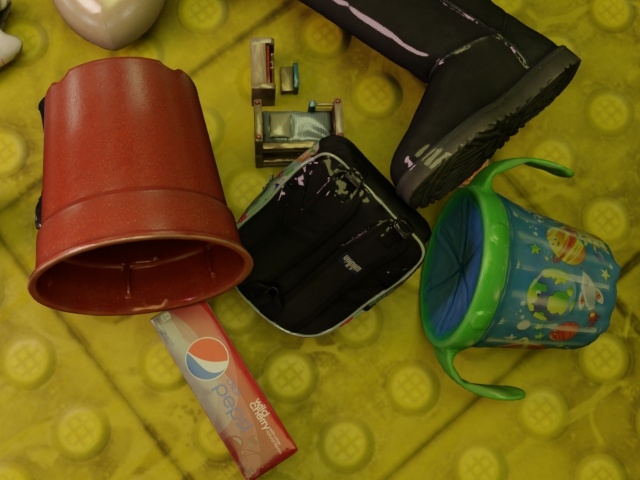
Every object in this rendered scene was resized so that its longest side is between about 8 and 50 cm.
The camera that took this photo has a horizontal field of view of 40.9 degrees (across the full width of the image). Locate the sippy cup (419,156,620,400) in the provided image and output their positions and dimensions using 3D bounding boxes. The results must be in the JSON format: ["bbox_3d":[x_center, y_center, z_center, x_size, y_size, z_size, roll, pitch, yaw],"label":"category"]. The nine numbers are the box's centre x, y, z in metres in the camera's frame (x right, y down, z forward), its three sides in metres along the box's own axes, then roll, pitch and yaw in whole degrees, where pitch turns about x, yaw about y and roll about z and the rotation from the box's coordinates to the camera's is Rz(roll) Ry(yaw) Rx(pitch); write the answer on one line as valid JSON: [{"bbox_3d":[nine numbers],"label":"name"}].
[{"bbox_3d":[0.286,0.056,1.218,0.224,0.305,0.240,11,38,-12],"label":"sippy cup"}]

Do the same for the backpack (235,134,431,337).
[{"bbox_3d":[0.000,0.000,1.197,0.253,0.191,0.225,-43,99,17],"label":"backpack"}]

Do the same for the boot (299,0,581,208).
[{"bbox_3d":[0.093,-0.289,1.238,0.445,0.146,0.367,44,59,14],"label":"boot"}]

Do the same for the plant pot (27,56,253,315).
[{"bbox_3d":[-0.240,-0.072,1.102,0.272,0.272,0.265,-9,70,-6],"label":"plant pot"}]

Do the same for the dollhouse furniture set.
[{"bbox_3d":[-0.039,-0.217,1.290,0.129,0.129,0.183,-2,78,-5],"label":"dollhouse furniture set"}]

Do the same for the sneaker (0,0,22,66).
[{"bbox_3d":[-0.538,-0.359,1.315,0.115,0.090,0.232,-33,91,-17],"label":"sneaker"}]

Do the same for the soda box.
[{"bbox_3d":[-0.135,0.205,1.209,0.083,0.092,0.263,-32,82,-11],"label":"soda box"}]

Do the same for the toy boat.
[{"bbox_3d":[-0.258,-0.422,1.321,0.318,0.148,0.267,-1,88,1],"label":"toy boat"}]

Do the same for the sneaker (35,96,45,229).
[{"bbox_3d":[-0.373,-0.075,1.250,0.124,0.107,0.283,-26,81,-3],"label":"sneaker"}]

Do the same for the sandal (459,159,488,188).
[{"bbox_3d":[0.237,-0.214,1.337,0.102,0.076,0.265,2,77,-4],"label":"sandal"}]
